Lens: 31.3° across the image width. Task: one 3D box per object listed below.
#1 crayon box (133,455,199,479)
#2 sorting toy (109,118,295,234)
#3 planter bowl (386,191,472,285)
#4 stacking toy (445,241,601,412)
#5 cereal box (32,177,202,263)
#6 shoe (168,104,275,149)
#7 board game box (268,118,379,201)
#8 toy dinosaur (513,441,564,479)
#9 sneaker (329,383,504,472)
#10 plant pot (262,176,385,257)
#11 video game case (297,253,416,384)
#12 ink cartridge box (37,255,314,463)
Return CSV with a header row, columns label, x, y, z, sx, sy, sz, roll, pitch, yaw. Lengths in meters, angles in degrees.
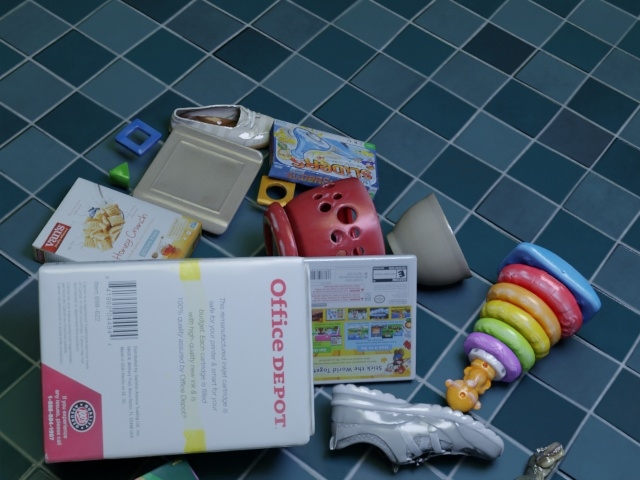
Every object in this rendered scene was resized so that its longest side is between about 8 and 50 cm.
label,x,y,z,sx,sy,sz,roll,pitch,yaw
crayon box,-0.270,0.441,1.584,0.278,0.081,0.165,-25,59,-26
sorting toy,-0.217,-0.105,2.059,0.347,0.047,0.196,20,55,7
planter bowl,0.180,0.013,1.971,0.109,0.162,0.162,-26,56,5
stacking toy,0.303,0.169,1.871,0.175,0.166,0.302,39,67,7
cereal box,-0.345,0.000,1.950,0.240,0.047,0.173,19,51,6
shoe,-0.175,-0.217,2.144,0.219,0.058,0.076,2,51,-8
board game box,0.005,-0.148,2.098,0.201,0.035,0.136,13,40,-13
toy dinosaur,0.301,0.420,1.713,0.118,0.064,0.268,37,57,27
sneaker,0.143,0.307,1.772,0.281,0.105,0.115,14,80,0
plant pot,0.000,0.000,1.919,0.174,0.191,0.191,-12,54,-11
video game case,0.043,0.127,1.837,0.227,0.206,0.026,-1,8,-11
ink cartridge box,-0.213,0.167,1.686,0.384,0.160,0.279,-1,91,-10
